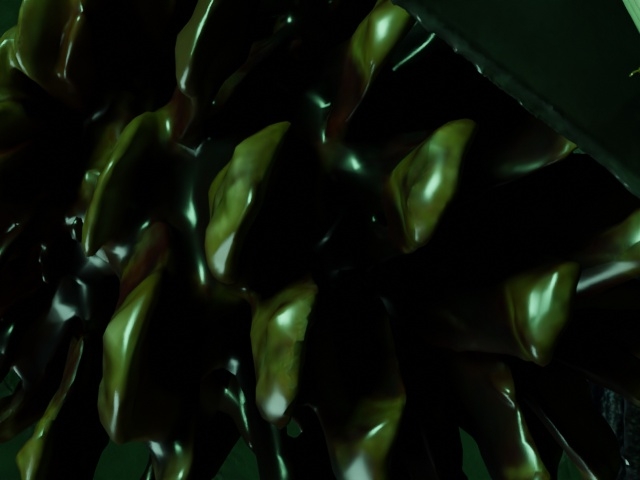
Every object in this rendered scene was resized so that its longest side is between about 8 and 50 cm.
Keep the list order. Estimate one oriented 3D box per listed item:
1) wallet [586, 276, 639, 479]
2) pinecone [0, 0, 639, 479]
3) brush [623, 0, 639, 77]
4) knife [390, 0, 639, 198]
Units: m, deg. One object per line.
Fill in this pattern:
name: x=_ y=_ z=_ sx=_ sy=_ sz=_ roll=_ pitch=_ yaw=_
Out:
wallet: x=0.164 y=0.091 z=0.820 sx=0.262 sy=0.071 sz=0.221 roll=5 pitch=-101 yaw=-76
pinecone: x=0.000 y=-0.003 z=0.554 sx=0.264 sy=0.264 sz=0.264 roll=45 pitch=-175 yaw=-5
brush: x=0.107 y=0.047 z=0.299 sx=0.314 sy=0.017 sz=0.090 roll=62 pitch=-175 yaw=-1
knife: x=0.091 y=-0.021 z=0.376 sx=0.245 sy=0.019 sz=0.072 roll=35 pitch=-133 yaw=-28
